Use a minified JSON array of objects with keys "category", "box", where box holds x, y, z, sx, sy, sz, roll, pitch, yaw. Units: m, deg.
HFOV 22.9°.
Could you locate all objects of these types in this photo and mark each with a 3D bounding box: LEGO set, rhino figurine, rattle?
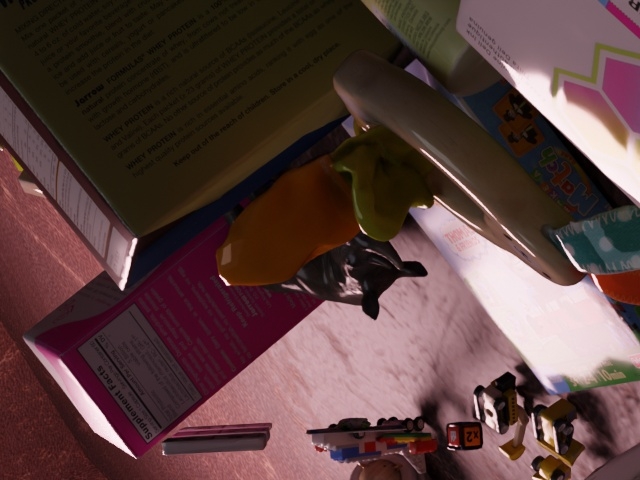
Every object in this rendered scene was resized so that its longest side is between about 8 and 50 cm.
[{"category":"LEGO set","box":[0.004,0.169,1.263,0.182,0.244,0.060,90,177,-87]},{"category":"rhino figurine","box":[0.000,0.000,1.130,0.243,0.073,0.106,14,135,61]},{"category":"rattle","box":[0.060,0.009,0.756,0.199,0.142,0.130,43,161,23]}]

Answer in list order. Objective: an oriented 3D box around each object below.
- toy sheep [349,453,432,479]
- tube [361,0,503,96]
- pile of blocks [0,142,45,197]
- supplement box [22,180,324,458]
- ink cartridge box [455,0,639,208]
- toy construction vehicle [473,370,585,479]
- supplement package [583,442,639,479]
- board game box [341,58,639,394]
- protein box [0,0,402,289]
[{"category":"toy sheep","box":[0.065,0.238,1.426,0.091,0.091,0.132,40,165,33]},{"category":"tube","box":[0.011,-0.172,0.789,0.240,0.062,0.070,47,124,23]},{"category":"pile of blocks","box":[-0.294,-0.167,1.409,0.362,0.149,0.113,41,160,32]},{"category":"supplement box","box":[-0.113,0.057,1.277,0.114,0.220,0.111,58,162,-19]},{"category":"ink cartridge box","box":[0.147,-0.047,0.618,0.189,0.097,0.255,46,161,16]},{"category":"toy construction vehicle","box":[0.150,0.132,1.090,0.086,0.035,0.098,32,148,41]},{"category":"supplement package","box":[0.216,0.232,0.928,0.204,0.145,0.262,48,162,9]},{"category":"board game box","box":[0.108,-0.010,0.889,0.211,0.039,0.160,53,163,-1]},{"category":"protein box","box":[-0.096,-0.119,0.913,0.201,0.200,0.136,50,163,4]}]
